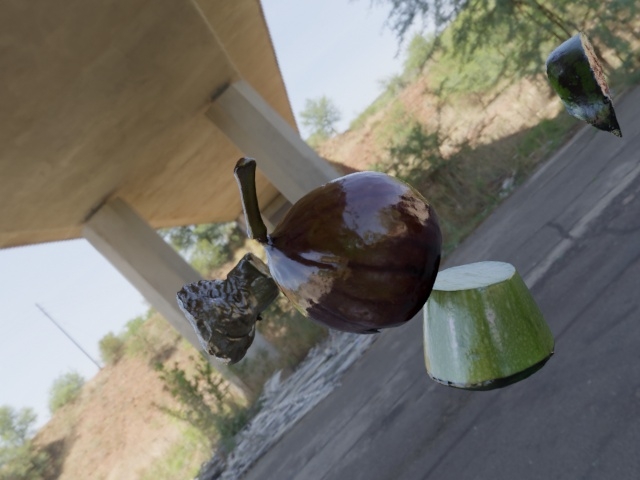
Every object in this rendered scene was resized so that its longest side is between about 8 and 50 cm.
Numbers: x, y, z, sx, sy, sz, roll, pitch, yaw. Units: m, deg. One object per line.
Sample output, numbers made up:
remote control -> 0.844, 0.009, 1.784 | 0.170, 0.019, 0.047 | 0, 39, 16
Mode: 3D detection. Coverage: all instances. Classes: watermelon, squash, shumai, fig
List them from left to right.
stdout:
shumai -> -0.149, 0.114, 1.075 | 0.175, 0.166, 0.206 | -34, 18, 3
fig -> 0.006, 0.016, 0.676 | 0.249, 0.187, 0.203 | 0, -7, -26
squash -> 0.206, 0.101, 0.763 | 0.170, 0.123, 0.170 | -14, 10, 2
watermelon -> 0.415, -0.253, 0.926 | 0.063, 0.119, 0.245 | -41, 27, 39
